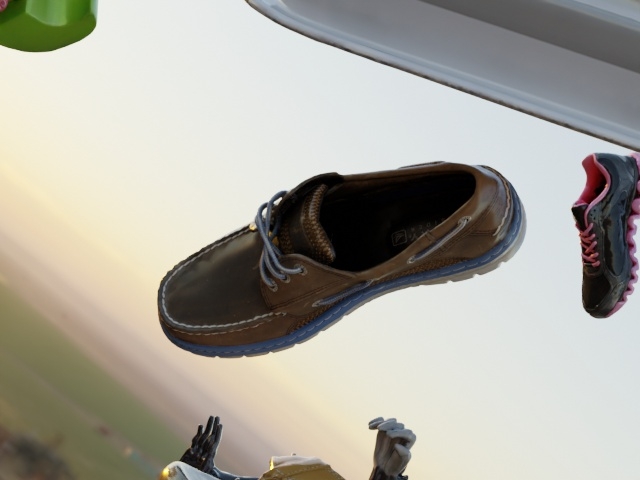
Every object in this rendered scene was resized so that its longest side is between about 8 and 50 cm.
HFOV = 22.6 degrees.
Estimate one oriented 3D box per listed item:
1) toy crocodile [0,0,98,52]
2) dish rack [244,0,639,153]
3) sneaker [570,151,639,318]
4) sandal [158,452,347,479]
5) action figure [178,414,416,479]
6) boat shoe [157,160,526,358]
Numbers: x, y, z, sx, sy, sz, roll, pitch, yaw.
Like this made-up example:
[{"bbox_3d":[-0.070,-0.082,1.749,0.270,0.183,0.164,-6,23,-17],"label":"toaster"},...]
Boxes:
[{"bbox_3d":[-0.287,-0.226,1.092,0.105,0.115,0.340,-10,-33,33],"label":"toy crocodile"},{"bbox_3d":[0.146,-0.116,0.714,0.285,0.072,0.333,22,23,15],"label":"dish rack"},{"bbox_3d":[0.192,-0.007,1.108,0.057,0.119,0.047,12,-4,-32],"label":"sneaker"},{"bbox_3d":[0.003,0.123,0.713,0.180,0.049,0.072,24,5,-35],"label":"sandal"},{"bbox_3d":[0.035,0.219,1.173,0.275,0.141,0.164,22,19,-29],"label":"action figure"},{"bbox_3d":[0.000,0.000,0.741,0.066,0.183,0.066,46,25,-62],"label":"boat shoe"}]
